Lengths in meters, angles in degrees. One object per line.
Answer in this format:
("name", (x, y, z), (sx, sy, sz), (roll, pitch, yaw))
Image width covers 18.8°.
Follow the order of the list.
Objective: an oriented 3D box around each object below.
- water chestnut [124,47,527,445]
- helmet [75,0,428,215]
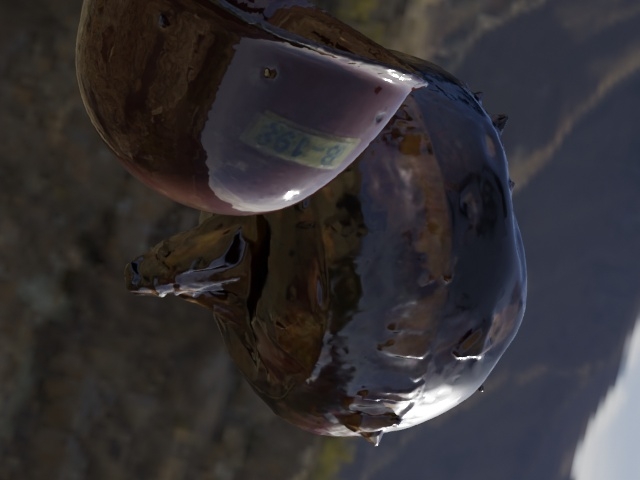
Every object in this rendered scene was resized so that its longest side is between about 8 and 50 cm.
("water chestnut", (0.000, 0.000, 1.397), (0.300, 0.300, 0.300), (13, 90, -87))
("helmet", (-0.050, -0.068, 0.850), (0.175, 0.155, 0.106), (20, 103, -54))
